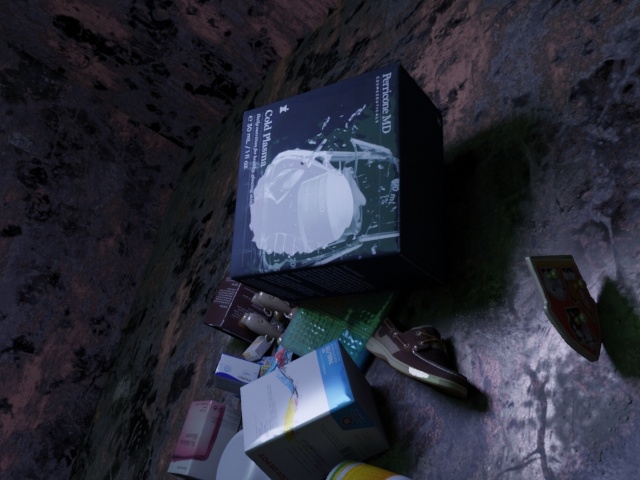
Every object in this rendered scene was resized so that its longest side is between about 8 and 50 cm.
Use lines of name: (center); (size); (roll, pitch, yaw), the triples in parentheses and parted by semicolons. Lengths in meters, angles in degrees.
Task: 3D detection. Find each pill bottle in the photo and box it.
pill bottle: (0.123, 0.527, 1.194); (0.245, 0.136, 0.137); (-10, 54, 56)

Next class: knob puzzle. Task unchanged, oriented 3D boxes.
knob puzzle: (0.441, 0.112, 1.043); (0.030, 0.213, 0.213); (-33, 37, 40)

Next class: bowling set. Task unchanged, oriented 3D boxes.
bowling set: (-0.163, 0.245, 1.976); (0.200, 0.154, 0.287); (-47, 13, 46)

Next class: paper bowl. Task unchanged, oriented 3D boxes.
paper bowl: (-0.168, 0.610, 1.592); (0.284, 0.148, 0.284); (-41, 33, 34)

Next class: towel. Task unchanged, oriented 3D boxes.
towel: (0.068, 0.175, 1.627); (0.271, 0.040, 0.370); (26, 88, 38)

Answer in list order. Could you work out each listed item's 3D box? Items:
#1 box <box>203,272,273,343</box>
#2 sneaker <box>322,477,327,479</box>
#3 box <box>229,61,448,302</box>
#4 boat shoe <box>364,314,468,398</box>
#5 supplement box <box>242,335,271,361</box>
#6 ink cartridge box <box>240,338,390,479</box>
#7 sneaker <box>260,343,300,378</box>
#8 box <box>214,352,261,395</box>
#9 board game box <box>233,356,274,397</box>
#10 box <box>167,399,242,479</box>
box: (-0.274, 0.237, 2.121); (0.168, 0.167, 0.203); (-1, 62, 58)
sneaker: (0.019, 0.547, 1.452); (0.040, 0.043, 0.109); (-52, 26, 18)
box: (0.051, -0.120, 1.542); (0.471, 0.297, 0.480); (-9, 68, 30)
boat shoe: (0.220, 0.243, 1.347); (0.123, 0.123, 0.342); (-62, 21, -4)
supplement box: (-0.200, 0.350, 1.979); (0.062, 0.036, 0.098); (-25, 14, 40)
ink cartridge box: (-0.019, 0.407, 1.392); (0.270, 0.198, 0.197); (-27, 34, 7)
sneaker: (-0.098, 0.396, 1.737); (0.125, 0.104, 0.262); (-6, 58, 55)
box: (-0.248, 0.408, 1.815); (0.137, 0.126, 0.072); (106, 180, -59)
board game box: (-0.199, 0.441, 1.932); (0.201, 0.035, 0.136); (-15, 50, 54)
box: (-0.363, 0.638, 1.909); (0.148, 0.126, 0.233); (-22, 44, 49)
